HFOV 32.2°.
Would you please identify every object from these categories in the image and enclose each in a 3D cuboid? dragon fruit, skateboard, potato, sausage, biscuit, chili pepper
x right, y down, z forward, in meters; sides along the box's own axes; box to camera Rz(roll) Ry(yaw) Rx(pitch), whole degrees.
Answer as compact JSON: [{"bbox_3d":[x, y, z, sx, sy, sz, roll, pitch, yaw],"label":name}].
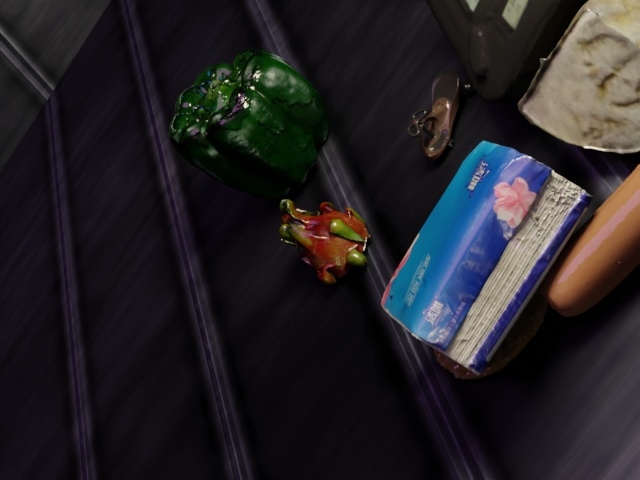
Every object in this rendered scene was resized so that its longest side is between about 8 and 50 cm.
[{"bbox_3d":[0.000,0.000,1.843,0.138,0.175,0.142,-65,2,-26],"label":"dragon fruit"},{"bbox_3d":[0.186,-0.203,1.768,0.067,0.080,0.151,2,69,47],"label":"skateboard"},{"bbox_3d":[0.425,-0.246,1.481,0.264,0.211,0.189,-52,-10,-37],"label":"potato"},{"bbox_3d":[0.380,-0.021,1.364,0.289,0.086,0.086,-48,35,16],"label":"sausage"},{"bbox_3d":[0.230,0.090,1.525,0.220,0.033,0.220,-34,41,36],"label":"biscuit"},{"bbox_3d":[-0.126,-0.205,2.025,0.248,0.257,0.233,-8,53,48],"label":"chili pepper"}]

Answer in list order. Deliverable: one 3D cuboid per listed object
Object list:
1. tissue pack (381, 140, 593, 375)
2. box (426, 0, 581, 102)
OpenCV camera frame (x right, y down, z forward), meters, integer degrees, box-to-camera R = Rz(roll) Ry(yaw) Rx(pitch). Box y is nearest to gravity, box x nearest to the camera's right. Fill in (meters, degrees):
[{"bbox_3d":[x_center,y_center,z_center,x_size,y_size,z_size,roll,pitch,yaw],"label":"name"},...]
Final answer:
[{"bbox_3d":[0.202,0.013,1.433,0.269,0.137,0.209,-57,15,4],"label":"tissue pack"},{"bbox_3d":[0.257,-0.422,1.563,0.350,0.091,0.359,67,150,31],"label":"box"}]
